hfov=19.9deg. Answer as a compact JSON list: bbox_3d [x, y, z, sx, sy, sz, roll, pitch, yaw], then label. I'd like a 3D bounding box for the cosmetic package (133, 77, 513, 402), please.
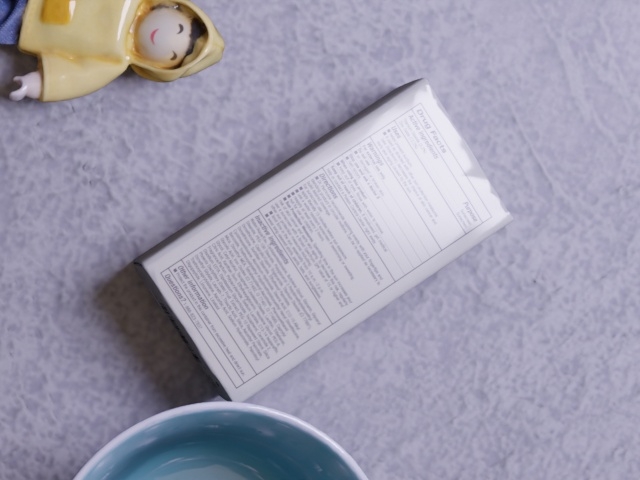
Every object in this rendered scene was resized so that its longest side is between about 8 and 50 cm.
[{"bbox_3d":[0.000,0.000,1.677,0.309,0.113,0.160,-33,96,-9],"label":"cosmetic package"}]

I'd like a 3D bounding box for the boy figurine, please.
[{"bbox_3d":[-0.227,-0.202,1.646,0.285,0.092,0.177,20,84,-7],"label":"boy figurine"}]

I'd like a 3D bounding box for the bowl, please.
[{"bbox_3d":[-0.101,0.292,1.636,0.312,0.163,0.311,0,91,-11],"label":"bowl"}]
